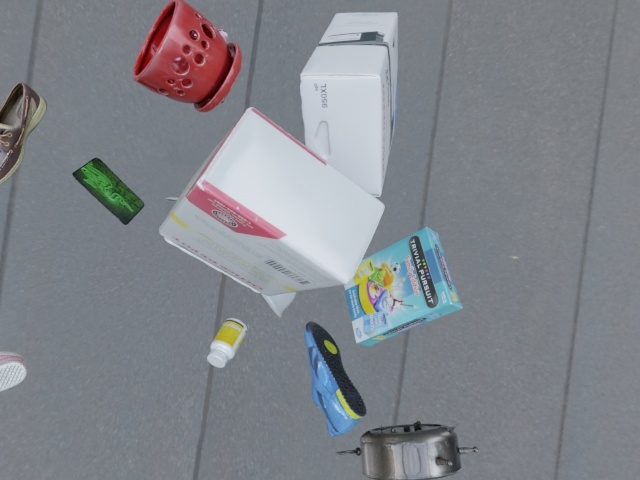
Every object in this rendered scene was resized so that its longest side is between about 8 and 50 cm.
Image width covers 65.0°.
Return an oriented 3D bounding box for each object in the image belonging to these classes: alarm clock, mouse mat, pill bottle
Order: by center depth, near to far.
[{"bbox_3d":[0.101,0.280,0.674,0.192,0.129,0.064,-18,70,30],"label":"alarm clock"},{"bbox_3d":[-0.234,0.256,1.254,0.065,0.065,0.116,36,44,-9],"label":"pill bottle"},{"bbox_3d":[-0.579,-0.138,1.387,0.007,0.153,0.190,-36,110,19],"label":"mouse mat"}]

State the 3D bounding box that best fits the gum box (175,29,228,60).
[{"bbox_3d":[-0.404,-0.652,1.714,0.188,0.062,0.107,-6,133,-9],"label":"gum box"}]

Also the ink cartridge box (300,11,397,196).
[{"bbox_3d":[0.084,-0.326,1.173,0.166,0.395,0.286,4,131,12],"label":"ink cartridge box"}]

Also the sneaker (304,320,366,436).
[{"bbox_3d":[0.003,0.239,0.881,0.082,0.209,0.069,-45,138,20],"label":"sneaker"}]

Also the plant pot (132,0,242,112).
[{"bbox_3d":[-0.277,-0.378,1.064,0.174,0.191,0.191,28,85,-36],"label":"plant pot"}]

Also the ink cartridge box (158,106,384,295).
[{"bbox_3d":[-0.114,-0.038,0.923,0.279,0.384,0.161,33,68,-18],"label":"ink cartridge box"}]

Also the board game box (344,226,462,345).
[{"bbox_3d":[0.236,0.147,1.549,0.079,0.336,0.254,23,46,-46],"label":"board game box"}]

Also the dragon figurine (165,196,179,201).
[{"bbox_3d":[-0.404,-0.075,1.770,0.289,0.085,0.144,5,104,-44],"label":"dragon figurine"}]

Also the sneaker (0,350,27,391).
[{"bbox_3d":[-0.505,0.205,0.741,0.134,0.070,0.051,-18,106,-23],"label":"sneaker"}]

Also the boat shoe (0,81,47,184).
[{"bbox_3d":[-0.975,-0.331,1.544,0.123,0.123,0.342,22,75,5],"label":"boat shoe"}]

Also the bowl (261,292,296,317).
[{"bbox_3d":[-0.154,0.076,1.514,0.134,0.298,0.298,-34,97,-10],"label":"bowl"}]
